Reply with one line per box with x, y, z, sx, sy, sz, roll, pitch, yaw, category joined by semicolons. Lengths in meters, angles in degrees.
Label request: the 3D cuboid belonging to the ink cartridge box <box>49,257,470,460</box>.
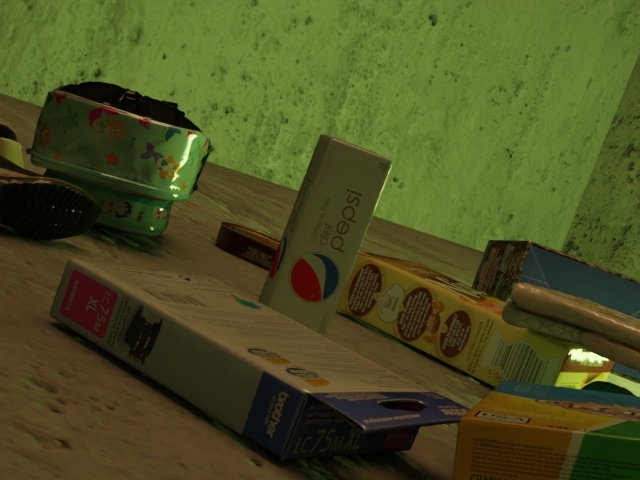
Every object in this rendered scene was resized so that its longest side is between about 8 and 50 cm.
-0.046;0.100;0.869;0.311;0.065;0.185;22;6;34;ink cartridge box

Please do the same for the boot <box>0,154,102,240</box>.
-0.342;-0.077;1.179;0.198;0.077;0.137;16;29;-46;boot

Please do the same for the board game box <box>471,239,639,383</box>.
0.372;0.103;1.699;0.232;0.141;0.291;20;-1;-3;board game box

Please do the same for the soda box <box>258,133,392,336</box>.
0.000;0.000;1.167;0.073;0.216;0.069;20;5;-12;soda box

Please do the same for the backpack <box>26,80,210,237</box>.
-0.259;-0.110;1.402;0.225;0.191;0.253;17;-1;-11;backpack

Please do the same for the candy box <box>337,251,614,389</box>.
0.201;0.116;1.415;0.316;0.088;0.183;26;7;32;candy box

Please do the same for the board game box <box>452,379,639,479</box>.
0.234;0.157;0.791;0.242;0.064;0.316;5;-2;14;board game box

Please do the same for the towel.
0.399;0.134;1.252;0.317;0.053;0.332;22;5;29;towel

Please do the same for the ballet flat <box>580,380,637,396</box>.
0.330;0.216;1.136;0.073;0.080;0.232;48;2;-14;ballet flat

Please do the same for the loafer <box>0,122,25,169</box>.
-0.415;-0.106;1.317;0.102;0.092;0.268;17;8;-41;loafer

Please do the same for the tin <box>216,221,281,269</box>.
-0.067;0.021;1.616;0.189;0.040;0.106;23;11;23;tin
